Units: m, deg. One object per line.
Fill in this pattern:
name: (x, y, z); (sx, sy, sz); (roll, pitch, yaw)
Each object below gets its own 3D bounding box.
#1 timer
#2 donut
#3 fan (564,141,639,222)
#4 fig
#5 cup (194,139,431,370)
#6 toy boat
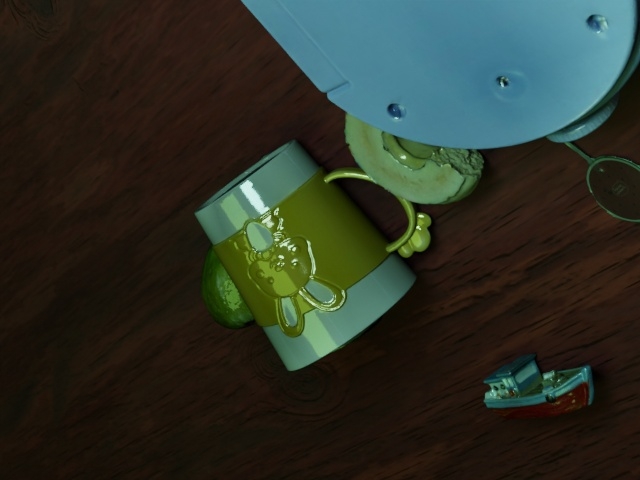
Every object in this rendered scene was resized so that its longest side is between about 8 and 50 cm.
timer: (0.140, -0.249, 1.697); (0.395, 0.173, 0.395); (12, 136, 11)
donut: (0.095, -0.101, 1.998); (0.166, 0.065, 0.108); (39, 144, 3)
fan: (0.288, -0.067, 1.902); (0.133, 0.005, 0.085); (40, 145, 0)
fig: (-0.097, 0.024, 2.267); (0.123, 0.123, 0.156); (-13, 105, 49)
cup: (0.000, 0.000, 2.127); (0.241, 0.185, 0.226); (-35, 96, 19)
toy boat: (0.250, 0.163, 2.124); (0.173, 0.069, 0.058); (-12, 106, 55)
